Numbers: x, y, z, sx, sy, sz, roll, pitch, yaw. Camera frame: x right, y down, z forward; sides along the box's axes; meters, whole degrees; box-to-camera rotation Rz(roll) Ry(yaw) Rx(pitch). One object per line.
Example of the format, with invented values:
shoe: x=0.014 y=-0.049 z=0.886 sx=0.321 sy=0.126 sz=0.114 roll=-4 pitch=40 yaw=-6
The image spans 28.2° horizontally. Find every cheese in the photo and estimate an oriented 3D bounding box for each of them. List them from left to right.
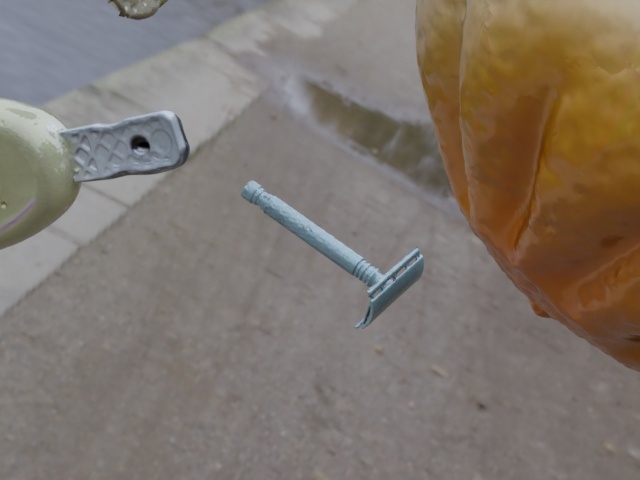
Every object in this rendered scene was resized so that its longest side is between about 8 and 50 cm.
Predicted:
cheese: x=-0.202 y=-0.058 z=0.971 sx=0.235 sy=0.127 sz=0.050 roll=-5 pitch=16 yaw=27

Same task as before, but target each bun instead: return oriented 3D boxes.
bun: x=0.151 y=-0.028 z=0.561 sx=0.299 sy=0.165 sz=0.299 roll=43 pitch=6 yaw=-6

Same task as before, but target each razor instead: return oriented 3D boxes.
razor: x=0.000 y=0.000 z=1.506 sx=0.232 sy=0.068 sz=0.106 roll=35 pitch=47 yaw=17

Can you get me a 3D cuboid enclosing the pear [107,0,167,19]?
pear: x=-0.231 y=-0.409 z=1.492 sx=0.178 sy=0.267 sz=0.267 roll=29 pitch=16 yaw=12
